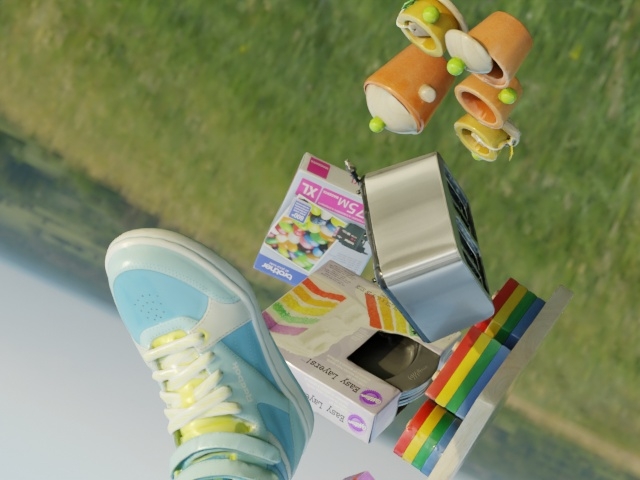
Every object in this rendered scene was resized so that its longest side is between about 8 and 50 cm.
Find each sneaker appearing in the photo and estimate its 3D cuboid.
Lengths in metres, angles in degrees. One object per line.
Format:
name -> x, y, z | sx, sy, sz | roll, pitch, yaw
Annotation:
sneaker -> -0.112, 0.152, 1.332 | 0.127, 0.208, 0.319 | -22, 120, 23

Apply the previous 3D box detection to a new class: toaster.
toaster -> 0.121, 0.002, 1.648 | 0.110, 0.168, 0.185 | -21, 142, 15

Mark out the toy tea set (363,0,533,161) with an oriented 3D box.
toy tea set -> 0.142, -0.180, 1.664 | 0.200, 0.124, 0.336 | 39, 167, 13

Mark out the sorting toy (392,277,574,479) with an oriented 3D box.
sorting toy -> 0.200, 0.193, 1.843 | 0.089, 0.255, 0.257 | 34, 136, 11

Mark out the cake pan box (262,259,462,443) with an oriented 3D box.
cake pan box -> 0.046, 0.162, 2.091 | 0.267, 0.246, 0.070 | 30, 134, 24

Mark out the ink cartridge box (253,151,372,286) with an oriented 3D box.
ink cartridge box -> 0.000, 0.000, 2.520 | 0.186, 0.065, 0.311 | 24, 134, -4

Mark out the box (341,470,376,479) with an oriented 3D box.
box -> 0.000, 0.473, 2.331 | 0.057, 0.201, 0.293 | 50, 168, 5
